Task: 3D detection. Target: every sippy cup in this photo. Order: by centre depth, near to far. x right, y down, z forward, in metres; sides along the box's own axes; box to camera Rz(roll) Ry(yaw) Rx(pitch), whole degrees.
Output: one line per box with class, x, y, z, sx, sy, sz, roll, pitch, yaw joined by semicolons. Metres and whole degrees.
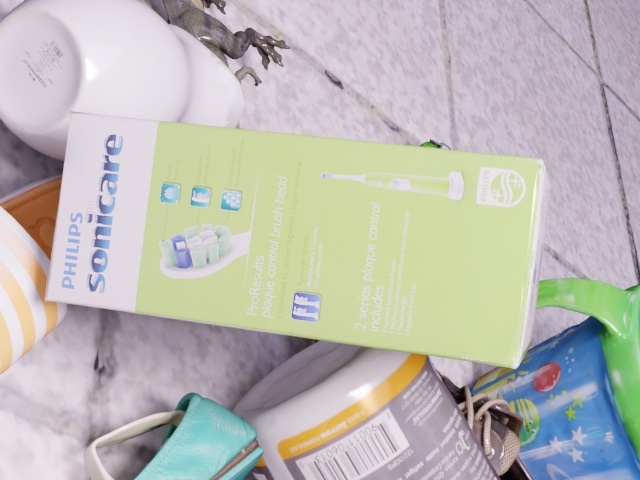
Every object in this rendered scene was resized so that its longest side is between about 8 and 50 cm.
sippy cup;0.271;0.185;1.116;0.240;0.224;0.305;-4;72;-56

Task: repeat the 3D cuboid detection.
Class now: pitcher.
pitcher;-0.168;-0.139;0.835;0.178;0.125;0.207;48;20;11

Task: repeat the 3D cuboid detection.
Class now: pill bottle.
pill bottle;0.062;0.213;0.862;0.278;0.162;0.162;60;33;-8

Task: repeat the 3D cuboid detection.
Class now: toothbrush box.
toothbrush box;0.000;0.000;0.726;0.206;0.283;0.122;11;87;-78

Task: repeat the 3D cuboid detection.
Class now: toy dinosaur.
toy dinosaur;-0.102;-0.189;1.000;0.118;0.064;0.268;-23;84;-51

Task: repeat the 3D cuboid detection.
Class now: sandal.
sandal;-0.195;0.012;0.713;0.102;0.076;0.265;56;34;-12

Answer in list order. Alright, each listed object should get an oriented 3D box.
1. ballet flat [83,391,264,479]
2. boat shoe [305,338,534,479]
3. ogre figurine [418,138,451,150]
ballet flat;-0.131;0.174;0.704;0.087;0.083;0.247;39;36;9
boat shoe;0.122;0.182;0.993;0.355;0.130;0.132;56;33;-13
ogre figurine;0.146;-0.010;1.202;0.118;0.097;0.197;23;32;-22
